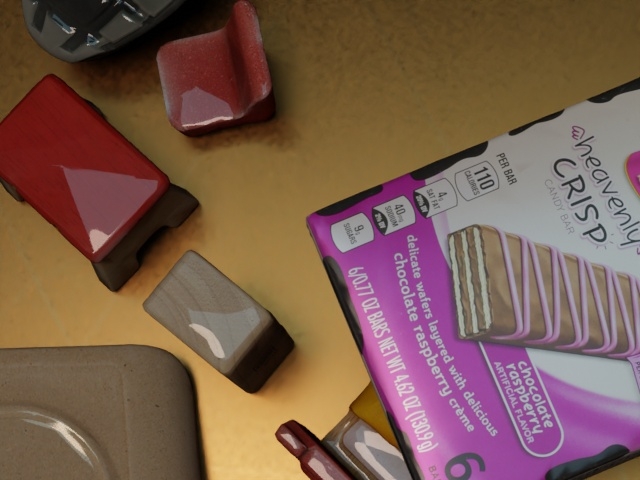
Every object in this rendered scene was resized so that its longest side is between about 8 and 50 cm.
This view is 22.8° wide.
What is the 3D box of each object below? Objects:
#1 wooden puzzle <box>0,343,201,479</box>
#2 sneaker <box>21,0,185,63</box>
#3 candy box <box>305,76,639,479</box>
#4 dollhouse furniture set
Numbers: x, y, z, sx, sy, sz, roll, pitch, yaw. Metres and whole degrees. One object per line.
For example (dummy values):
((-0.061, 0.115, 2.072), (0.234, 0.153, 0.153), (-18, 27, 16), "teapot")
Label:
((-0.227, 0.217, 0.829), (0.348, 0.080, 0.322), (1, 65, -18), "wooden puzzle")
((-0.075, -0.214, 0.952), (0.101, 0.106, 0.267), (39, 94, 6), "sneaker")
((0.131, 0.021, 0.736), (0.233, 0.071, 0.159), (-23, 77, 0), "candy box")
((0.000, 0.000, 0.869), (0.374, 0.152, 0.201), (42, 85, 12), "dollhouse furniture set")
